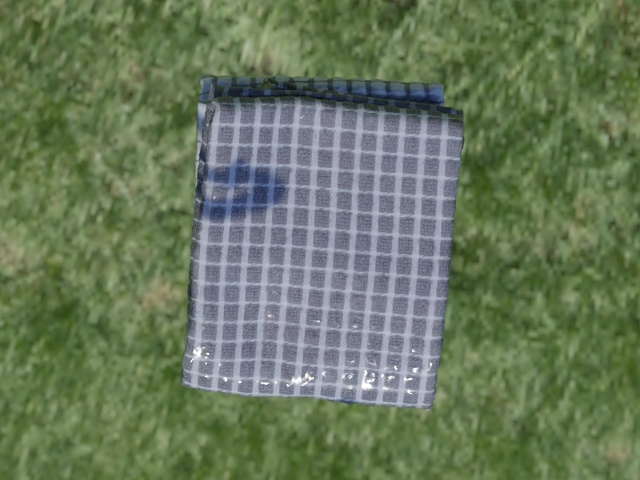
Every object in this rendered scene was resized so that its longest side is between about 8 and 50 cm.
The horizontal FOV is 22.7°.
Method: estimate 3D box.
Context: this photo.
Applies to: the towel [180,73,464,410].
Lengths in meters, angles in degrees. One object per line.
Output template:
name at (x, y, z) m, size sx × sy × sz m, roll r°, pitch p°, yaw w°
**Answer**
towel at (0.000, 0.000, 1.384) m, size 0.235 × 0.121 × 0.284 m, roll 5°, pitch 102°, yaw 0°
